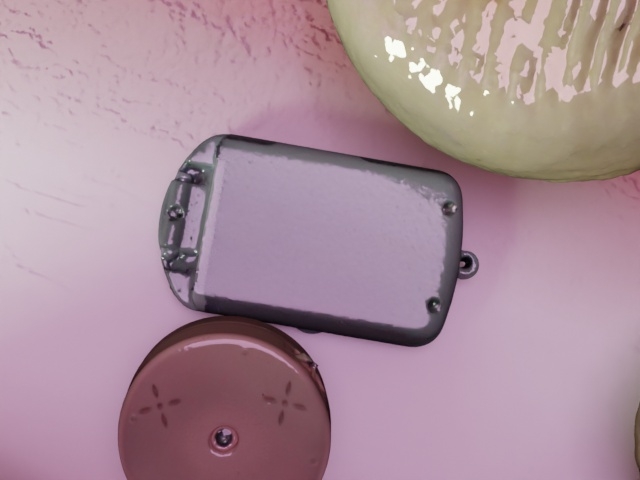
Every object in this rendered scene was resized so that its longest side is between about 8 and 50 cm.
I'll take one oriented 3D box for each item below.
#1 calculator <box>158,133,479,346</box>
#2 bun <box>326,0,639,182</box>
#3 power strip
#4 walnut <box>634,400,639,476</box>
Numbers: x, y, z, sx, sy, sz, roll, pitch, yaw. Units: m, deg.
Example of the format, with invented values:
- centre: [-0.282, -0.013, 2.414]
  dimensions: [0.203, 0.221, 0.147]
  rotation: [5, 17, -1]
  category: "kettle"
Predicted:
- centre: [0.000, 0.000, 0.873]
  dimensions: [0.246, 0.045, 0.141]
  rotation: [9, 82, -3]
  category: "calculator"
- centre: [0.178, -0.221, 0.836]
  dimensions: [0.361, 0.213, 0.361]
  rotation: [-1, 83, 12]
  category: "bun"
- centre: [-0.065, 0.130, 0.823]
  dimensions: [0.154, 0.078, 0.154]
  rotation: [0, 96, -2]
  category: "power strip"
- centre: [0.315, 0.164, 0.821]
  dimensions: [0.178, 0.178, 0.230]
  rotation: [-27, 81, -7]
  category: "walnut"
